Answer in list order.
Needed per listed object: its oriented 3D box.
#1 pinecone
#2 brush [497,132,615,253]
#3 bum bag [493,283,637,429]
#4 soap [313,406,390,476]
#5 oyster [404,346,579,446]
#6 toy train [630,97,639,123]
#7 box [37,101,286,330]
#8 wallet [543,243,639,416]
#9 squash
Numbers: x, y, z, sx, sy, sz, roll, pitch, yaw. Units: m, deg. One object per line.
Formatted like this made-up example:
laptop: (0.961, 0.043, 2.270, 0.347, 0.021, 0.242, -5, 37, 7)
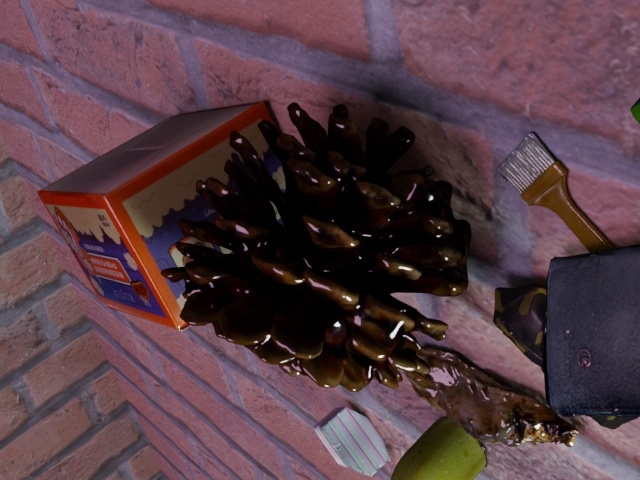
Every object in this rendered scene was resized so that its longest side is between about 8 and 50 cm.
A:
pinecone: (0.000, 0.000, 1.039, 0.398, 0.398, 0.397, 37, 147, 29)
brush: (0.293, -0.023, 0.904, 0.218, 0.010, 0.082, 49, 151, 7)
bum bag: (0.311, 0.139, 1.002, 0.232, 0.060, 0.106, 44, 141, 14)
soap: (0.069, 0.415, 1.629, 0.149, 0.100, 0.056, 54, 154, -2)
oyster: (0.245, 0.248, 1.219, 0.345, 0.078, 0.128, 16, 125, 53)
toy train: (0.338, -0.141, 0.644, 0.044, 0.042, 0.209, 47, 159, 1)
box: (-0.245, -0.048, 1.364, 0.349, 0.318, 0.257, 5, 127, 53)
wallet: (0.359, 0.079, 0.760, 0.379, 0.046, 0.190, -19, 60, 59)
squash: (0.192, 0.398, 1.344, 0.123, 0.187, 0.123, 29, 139, 30)
